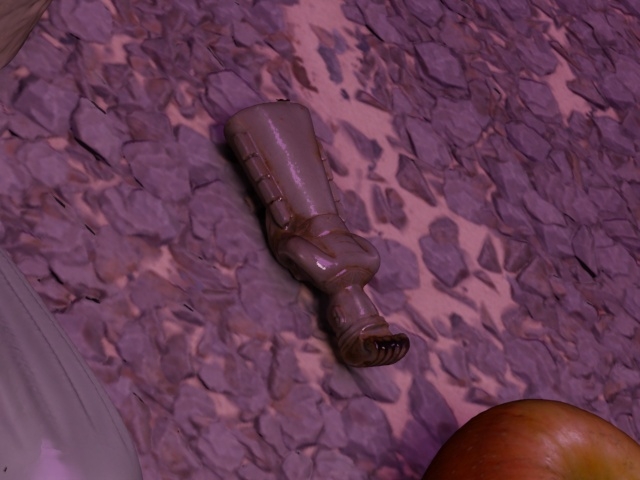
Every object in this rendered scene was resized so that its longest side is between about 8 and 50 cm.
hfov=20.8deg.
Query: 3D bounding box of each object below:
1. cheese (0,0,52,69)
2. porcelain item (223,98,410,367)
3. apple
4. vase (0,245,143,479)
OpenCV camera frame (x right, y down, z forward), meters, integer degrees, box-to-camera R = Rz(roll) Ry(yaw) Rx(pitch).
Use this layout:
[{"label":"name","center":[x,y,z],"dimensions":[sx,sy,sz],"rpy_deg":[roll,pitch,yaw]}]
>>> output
[{"label":"cheese","center":[-0.303,-0.262,1.138],"dimensions":[0.332,0.153,0.292],"rpy_deg":[25,44,-26]},{"label":"porcelain item","center":[0.000,0.000,1.256],"dimensions":[0.084,0.054,0.213],"rpy_deg":[-5,60,-40]},{"label":"apple","center":[0.147,0.221,1.115],"dimensions":[0.210,0.173,0.235],"rpy_deg":[26,35,-17]},{"label":"vase","center":[-0.188,0.084,0.977],"dimensions":[0.128,0.128,0.248],"rpy_deg":[1,48,-40]}]
